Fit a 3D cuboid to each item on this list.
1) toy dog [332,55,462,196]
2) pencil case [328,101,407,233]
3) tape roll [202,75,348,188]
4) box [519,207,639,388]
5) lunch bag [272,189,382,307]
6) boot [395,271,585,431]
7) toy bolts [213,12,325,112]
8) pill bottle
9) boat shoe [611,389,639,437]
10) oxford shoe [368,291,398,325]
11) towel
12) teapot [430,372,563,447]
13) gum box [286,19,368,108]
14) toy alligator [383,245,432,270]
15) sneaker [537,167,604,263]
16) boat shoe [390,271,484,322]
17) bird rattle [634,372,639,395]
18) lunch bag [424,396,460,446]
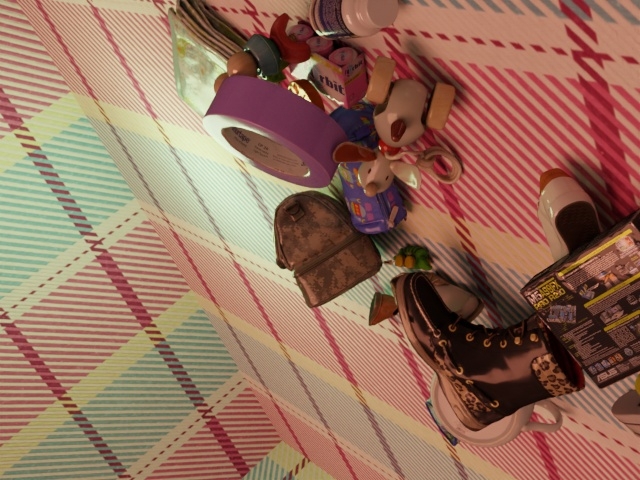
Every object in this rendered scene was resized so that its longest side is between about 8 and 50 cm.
[{"bbox_3d":[0.134,-0.172,1.729,0.220,0.161,0.334,9,143,18],"label":"toy dog"},{"bbox_3d":[0.099,-0.142,1.995,0.133,0.119,0.306,46,162,45],"label":"pencil case"},{"bbox_3d":[-0.087,-0.206,1.826,0.274,0.090,0.275,25,168,6],"label":"tape roll"},{"bbox_3d":[0.479,0.098,1.499,0.216,0.060,0.270,50,140,4],"label":"box"},{"bbox_3d":[0.000,0.000,2.228,0.256,0.212,0.305,60,-175,0],"label":"lunch bag"},{"bbox_3d":[0.346,0.199,1.941,0.284,0.138,0.378,-25,95,37],"label":"boot"},{"bbox_3d":[-0.107,-0.314,1.871,0.218,0.158,0.228,54,163,12],"label":"toy bolts"},{"bbox_3d":[0.061,-0.406,1.668,0.169,0.094,0.094,13,139,57],"label":"pill bottle"},{"bbox_3d":[0.653,0.342,1.763,0.088,0.096,0.267,48,160,-8],"label":"boat shoe"},{"bbox_3d":[0.167,0.189,2.494,0.076,0.076,0.212,8,167,-2],"label":"oxford shoe"},{"bbox_3d":[-0.233,-0.380,2.293,0.320,0.090,0.374,42,158,20],"label":"towel"},{"bbox_3d":[0.391,0.339,2.157,0.252,0.187,0.256,-19,94,36],"label":"teapot"},{"bbox_3d":[0.006,-0.358,1.895,0.188,0.062,0.107,36,155,33],"label":"gum box"},{"bbox_3d":[0.202,0.038,2.196,0.189,0.056,0.051,7,91,62],"label":"toy alligator"},{"bbox_3d":[0.439,-0.015,1.622,0.290,0.105,0.123,63,-173,-46],"label":"sneaker"},{"bbox_3d":[0.253,0.136,2.168,0.103,0.113,0.302,52,159,-17],"label":"boat shoe"},{"bbox_3d":[0.595,0.162,1.591,0.207,0.143,0.254,-16,106,48],"label":"bird rattle"},{"bbox_3d":[0.361,0.443,2.445,0.096,0.129,0.151,21,144,52],"label":"lunch bag"}]
